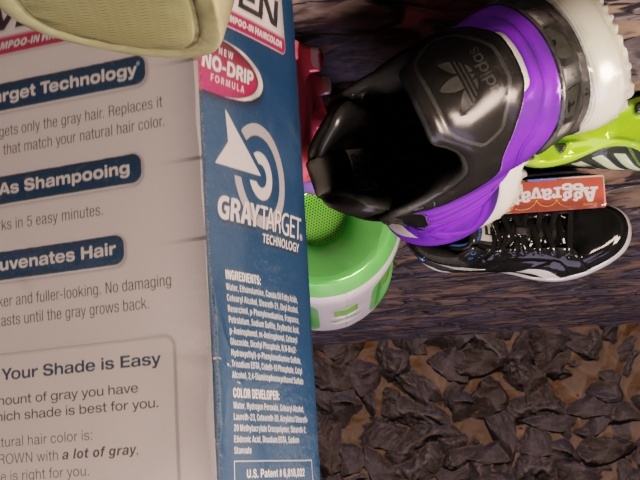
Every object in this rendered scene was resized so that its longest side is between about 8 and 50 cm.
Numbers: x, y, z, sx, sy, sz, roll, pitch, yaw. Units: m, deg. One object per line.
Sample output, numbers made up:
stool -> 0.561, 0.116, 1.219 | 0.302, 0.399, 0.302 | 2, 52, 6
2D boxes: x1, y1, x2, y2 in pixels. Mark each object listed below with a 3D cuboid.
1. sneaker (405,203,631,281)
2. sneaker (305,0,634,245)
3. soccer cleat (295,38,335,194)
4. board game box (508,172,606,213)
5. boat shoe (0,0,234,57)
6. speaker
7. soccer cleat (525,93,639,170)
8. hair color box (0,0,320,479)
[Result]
sneaker -> 0.186, -0.001, 1.494 | 0.217, 0.079, 0.121 | -5, 173, 16
sneaker -> 0.052, -0.055, 0.893 | 0.146, 0.102, 0.293 | -24, 170, -19
soccer cleat -> -0.033, -0.071, 0.960 | 0.095, 0.083, 0.248 | -1, 175, 14
board game box -> 0.146, -0.037, 1.249 | 0.145, 0.027, 0.281 | -5, -178, 7
boat shoe -> -0.052, -0.139, 0.411 | 0.113, 0.103, 0.302 | 11, 170, -9
speaker -> 0.000, 0.000, 1.236 | 0.131, 0.131, 0.296 | -4, 172, 0
soccer cleat -> 0.220, -0.077, 1.118 | 0.179, 0.060, 0.072 | 1, -178, 12
hair color box -> -0.099, 0.037, 0.729 | 0.174, 0.347, 0.105 | -8, 170, 25
